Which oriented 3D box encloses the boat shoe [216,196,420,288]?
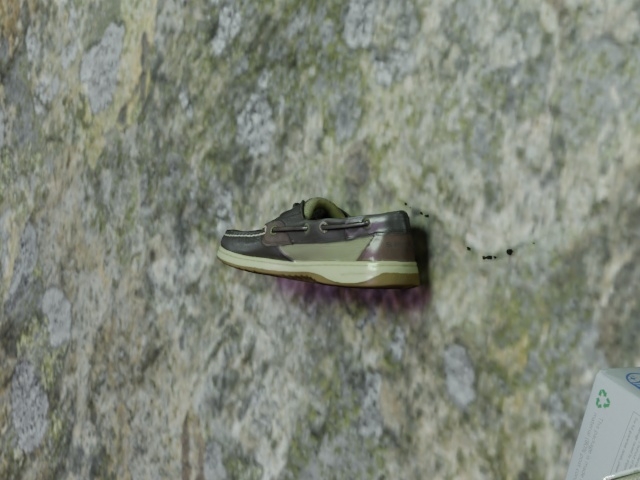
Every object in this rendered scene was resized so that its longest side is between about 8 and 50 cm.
[{"bbox_3d":[0.000,0.000,0.991,0.152,0.056,0.049,6,90,44],"label":"boat shoe"}]

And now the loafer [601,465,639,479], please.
[{"bbox_3d":[0.116,0.135,0.661,0.268,0.092,0.102,-46,54,44],"label":"loafer"}]

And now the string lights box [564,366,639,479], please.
[{"bbox_3d":[0.202,0.165,0.687,0.260,0.077,0.133,36,119,48],"label":"string lights box"}]
